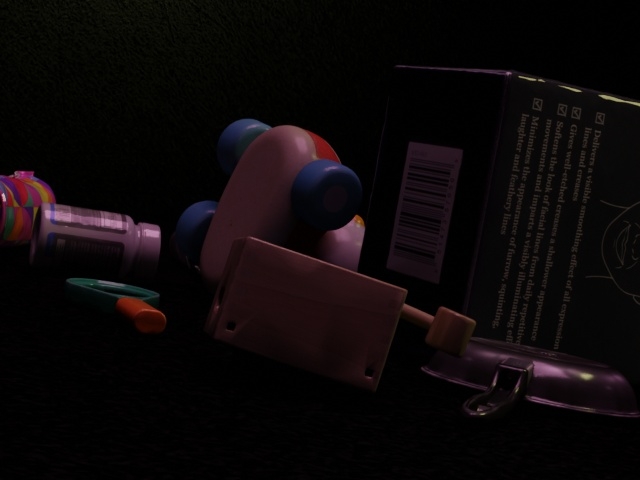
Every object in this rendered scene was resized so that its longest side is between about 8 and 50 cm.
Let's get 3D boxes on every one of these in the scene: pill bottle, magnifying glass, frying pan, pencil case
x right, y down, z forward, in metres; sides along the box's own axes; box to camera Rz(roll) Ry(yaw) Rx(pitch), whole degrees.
[{"bbox_3d":[-0.254,0.005,1.604,0.137,0.078,0.078,10,3,-18],"label":"pill bottle"},{"bbox_3d":[-0.181,0.059,1.314,0.092,0.026,0.231,9,4,-19],"label":"magnifying glass"},{"bbox_3d":[0.146,0.114,1.206,0.197,0.053,0.326,11,0,41],"label":"frying pan"},{"bbox_3d":[-0.398,-0.037,1.751,0.104,0.104,0.236,10,3,3],"label":"pencil case"}]

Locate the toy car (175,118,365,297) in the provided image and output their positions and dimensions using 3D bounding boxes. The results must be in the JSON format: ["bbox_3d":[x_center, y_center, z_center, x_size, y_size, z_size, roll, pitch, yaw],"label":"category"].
[{"bbox_3d":[0.000,0.000,1.608,0.238,0.210,0.219,24,5,-36],"label":"toy car"}]

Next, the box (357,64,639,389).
[{"bbox_3d":[0.263,-0.007,1.515,0.395,0.293,0.212,9,3,-30],"label":"box"}]

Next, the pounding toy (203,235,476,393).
[{"bbox_3d":[0.016,0.074,1.130,0.206,0.094,0.181,19,-4,-8],"label":"pounding toy"}]

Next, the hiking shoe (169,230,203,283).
[{"bbox_3d":[-0.094,0.034,1.769,0.227,0.086,0.114,15,-13,-27],"label":"hiking shoe"}]
